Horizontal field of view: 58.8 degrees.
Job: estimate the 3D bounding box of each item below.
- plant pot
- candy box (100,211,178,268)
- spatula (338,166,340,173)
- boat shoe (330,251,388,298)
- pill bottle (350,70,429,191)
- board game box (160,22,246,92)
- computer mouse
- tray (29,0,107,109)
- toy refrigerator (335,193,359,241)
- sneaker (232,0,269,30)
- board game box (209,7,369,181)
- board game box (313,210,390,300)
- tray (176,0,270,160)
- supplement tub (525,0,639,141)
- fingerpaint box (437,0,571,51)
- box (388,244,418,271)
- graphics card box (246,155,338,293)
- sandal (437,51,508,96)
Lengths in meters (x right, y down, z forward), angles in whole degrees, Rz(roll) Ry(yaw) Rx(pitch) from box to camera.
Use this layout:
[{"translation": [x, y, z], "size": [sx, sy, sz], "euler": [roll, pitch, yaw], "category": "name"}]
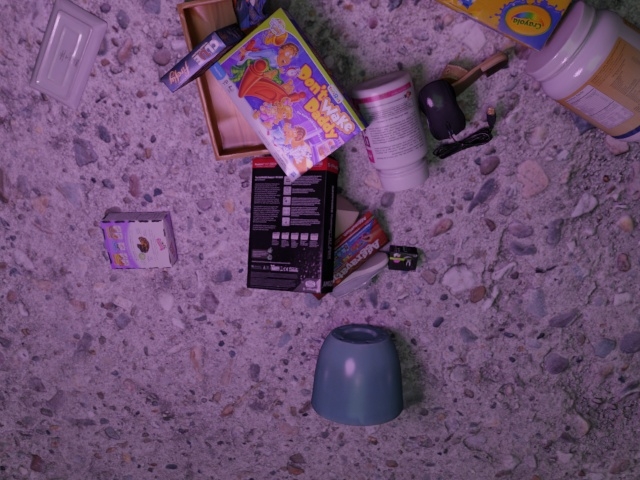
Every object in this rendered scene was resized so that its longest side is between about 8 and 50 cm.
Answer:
[{"translation": [0.118, 0.401, 1.776], "size": [0.293, 0.293, 0.235], "euler": [2, 102, 3], "category": "plant pot"}, {"translation": [-0.551, 0.000, 1.742], "size": [0.196, 0.070, 0.164], "euler": [-1, 115, 5], "category": "candy box"}, {"translation": [-0.032, -0.105, 1.675], "size": [0.084, 0.030, 0.296], "euler": [32, 114, -9], "category": "spatula"}, {"translation": [0.121, 0.111, 1.749], "size": [0.228, 0.079, 0.081], "euler": [-28, 117, 23], "category": "boat shoe"}, {"translation": [0.192, -0.284, 1.502], "size": [0.161, 0.160, 0.283], "euler": [-15, 113, 11], "category": "pill bottle"}, {"translation": [-0.268, -0.434, 1.337], "size": [0.165, 0.243, 0.042], "euler": [-35, 108, 18], "category": "board game box"}, {"translation": [0.366, -0.316, 1.478], "size": [0.184, 0.060, 0.262], "euler": [-19, 138, 11], "category": "computer mouse"}, {"translation": [-0.689, -0.499, 1.536], "size": [0.145, 0.030, 0.270], "euler": [28, 114, -10], "category": "tray"}, {"translation": [0.000, 0.000, 1.666], "size": [0.094, 0.102, 0.269], "euler": [3, 123, -38], "category": "toy refrigerator"}, {"translation": [-0.164, -0.592, 1.315], "size": [0.087, 0.083, 0.221], "euler": [-15, 157, -9], "category": "sneaker"}, {"translation": [-0.076, -0.356, 1.416], "size": [0.233, 0.078, 0.347], "euler": [-35, 97, 18], "category": "board game box"}, {"translation": [0.067, 0.049, 1.660], "size": [0.281, 0.027, 0.145], "euler": [-40, 139, 0], "category": "board game box"}, {"translation": [-0.223, -0.430, 1.512], "size": [0.203, 0.076, 0.410], "euler": [-7, 116, 7], "category": "tray"}, {"translation": [0.686, -0.406, 1.370], "size": [0.316, 0.228, 0.228], "euler": [29, 114, -9], "category": "supplement tub"}, {"translation": [0.386, -0.698, 1.273], "size": [0.445, 0.163, 0.371], "euler": [21, 115, -13], "category": "fingerpaint box"}, {"translation": [0.248, 0.054, 1.720], "size": [0.083, 0.052, 0.062], "euler": [4, 115, 1], "category": "box"}, {"translation": [-0.077, -0.044, 1.560], "size": [0.233, 0.094, 0.370], "euler": [1, 88, 23], "category": "graphics card box"}, {"translation": [0.359, -0.433, 1.478], "size": [0.240, 0.088, 0.079], "euler": [-28, 78, 18], "category": "sandal"}]
